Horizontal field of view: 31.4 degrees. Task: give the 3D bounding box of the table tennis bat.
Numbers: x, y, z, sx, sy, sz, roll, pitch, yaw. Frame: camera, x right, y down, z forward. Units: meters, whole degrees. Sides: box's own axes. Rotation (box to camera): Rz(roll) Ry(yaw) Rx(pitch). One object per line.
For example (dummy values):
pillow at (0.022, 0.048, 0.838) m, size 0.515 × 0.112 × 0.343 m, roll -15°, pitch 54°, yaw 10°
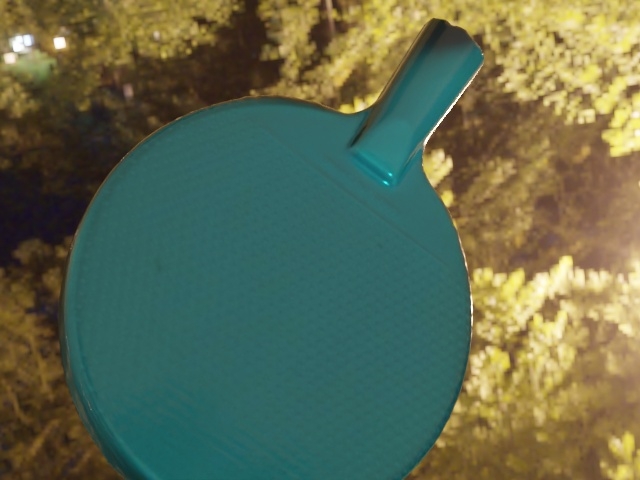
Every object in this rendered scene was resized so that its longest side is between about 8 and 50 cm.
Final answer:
table tennis bat at (0.000, 0.000, 0.605) m, size 0.329 × 0.215 × 0.044 m, roll -56°, pitch -174°, yaw -31°
